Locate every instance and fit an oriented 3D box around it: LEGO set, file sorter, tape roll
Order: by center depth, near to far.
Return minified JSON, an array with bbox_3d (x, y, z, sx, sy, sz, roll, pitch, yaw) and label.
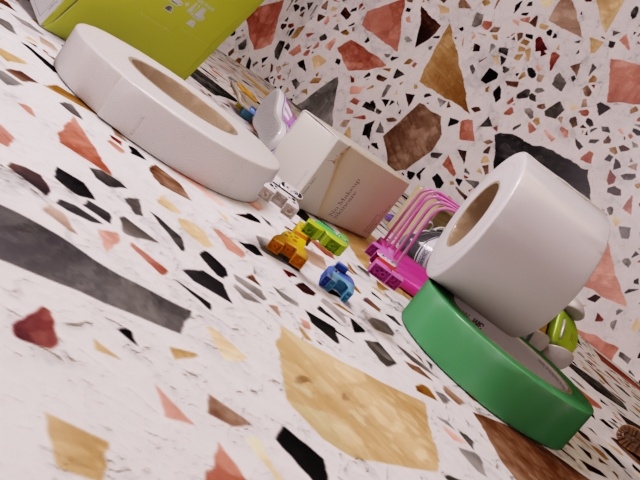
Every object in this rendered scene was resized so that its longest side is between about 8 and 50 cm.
[{"bbox_3d":[0.000,0.000,1.043,0.227,0.087,0.093,35,26,-11],"label":"LEGO set"},{"bbox_3d":[0.305,0.007,1.185,0.169,0.246,0.246,36,10,-4],"label":"tape roll"},{"bbox_3d":[0.276,0.187,1.187,0.321,0.077,0.321,35,10,-7],"label":"tape roll"},{"bbox_3d":[-0.238,-0.204,1.206,0.392,0.072,0.392,36,10,-7],"label":"tape roll"},{"bbox_3d":[0.252,0.022,1.528,0.202,0.182,0.291,35,11,-6],"label":"file sorter"}]

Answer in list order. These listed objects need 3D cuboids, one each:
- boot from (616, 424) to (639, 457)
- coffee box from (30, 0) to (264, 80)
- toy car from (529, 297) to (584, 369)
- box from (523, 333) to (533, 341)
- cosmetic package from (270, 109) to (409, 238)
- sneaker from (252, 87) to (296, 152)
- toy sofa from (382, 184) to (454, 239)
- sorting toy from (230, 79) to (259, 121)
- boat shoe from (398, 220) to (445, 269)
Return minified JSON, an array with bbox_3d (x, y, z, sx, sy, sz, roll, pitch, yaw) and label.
[{"bbox_3d":[0.673,0.430,1.508,0.158,0.059,0.084,42,6,31],"label":"boot"},{"bbox_3d":[-0.346,-0.557,1.453,0.337,0.338,0.334,21,35,-56],"label":"coffee box"},{"bbox_3d":[0.451,0.175,1.563,0.182,0.159,0.136,33,-26,-23],"label":"toy car"},{"bbox_3d":[0.375,0.100,1.423,0.051,0.220,0.175,17,23,-7],"label":"box"},{"bbox_3d":[0.035,-0.125,1.523,0.113,0.160,0.309,44,13,31],"label":"cosmetic package"},{"bbox_3d":[-0.082,-0.266,1.894,0.161,0.102,0.282,35,28,-30],"label":"sneaker"},{"bbox_3d":[0.358,-0.012,2.126,0.362,0.150,0.177,30,14,-35],"label":"toy sofa"},{"bbox_3d":[-0.183,-0.357,2.126,0.196,0.047,0.348,40,11,-27],"label":"sorting toy"},{"bbox_3d":[0.291,0.016,1.901,0.105,0.113,0.306,35,24,26],"label":"boat shoe"}]
